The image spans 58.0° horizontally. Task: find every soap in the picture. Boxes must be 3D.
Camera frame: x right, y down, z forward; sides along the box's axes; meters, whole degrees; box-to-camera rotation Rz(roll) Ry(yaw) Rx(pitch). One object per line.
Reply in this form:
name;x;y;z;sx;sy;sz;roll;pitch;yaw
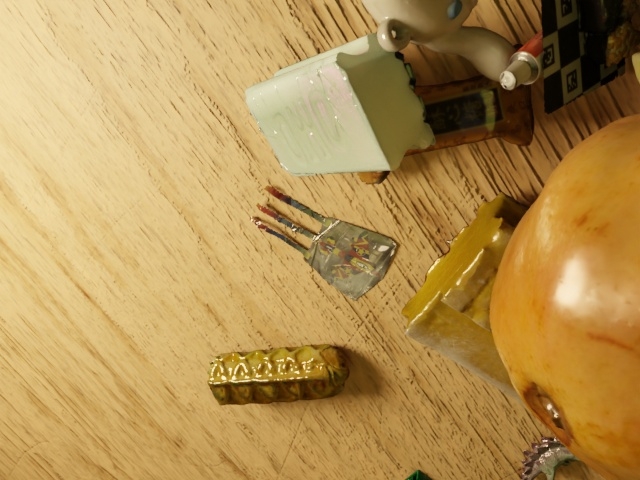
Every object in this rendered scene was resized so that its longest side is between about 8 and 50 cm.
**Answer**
soap;0.011;-0.165;0.753;0.261;0.094;0.150;6;125;57
soap;0.300;0.108;0.865;0.281;0.143;0.259;30;120;-6

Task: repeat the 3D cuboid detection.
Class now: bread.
bread;-0.077;0.246;1.059;0.270;0.098;0.087;-9;155;19

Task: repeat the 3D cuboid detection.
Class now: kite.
kite;0.000;0.001;0.957;0.245;0.015;0.141;31;117;-2

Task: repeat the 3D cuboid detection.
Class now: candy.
candy;0.150;-0.161;0.790;0.272;0.101;0.143;-9;105;26

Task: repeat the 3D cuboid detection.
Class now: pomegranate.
pomegranate;0.383;0.067;0.571;0.412;0.411;0.411;6;117;12

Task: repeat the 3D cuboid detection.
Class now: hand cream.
hand cream;0.276;-0.235;0.671;0.038;0.216;0.052;31;147;33

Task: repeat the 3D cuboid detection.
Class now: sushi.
sushi;0.317;-0.268;0.637;0.051;0.192;0.215;16;126;49

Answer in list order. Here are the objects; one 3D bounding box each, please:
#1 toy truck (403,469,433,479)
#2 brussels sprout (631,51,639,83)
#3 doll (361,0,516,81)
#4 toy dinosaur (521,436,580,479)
toy truck;0.225;0.529;1.123;0.147;0.079;0.065;37;118;-4
brussels sprout;0.527;-0.273;0.484;0.361;0.342;0.425;24;123;10
doll;0.091;-0.332;0.635;0.311;0.159;0.242;5;107;-29
toy dinosaur;0.402;0.401;1.031;0.082;0.039;0.208;34;109;1
